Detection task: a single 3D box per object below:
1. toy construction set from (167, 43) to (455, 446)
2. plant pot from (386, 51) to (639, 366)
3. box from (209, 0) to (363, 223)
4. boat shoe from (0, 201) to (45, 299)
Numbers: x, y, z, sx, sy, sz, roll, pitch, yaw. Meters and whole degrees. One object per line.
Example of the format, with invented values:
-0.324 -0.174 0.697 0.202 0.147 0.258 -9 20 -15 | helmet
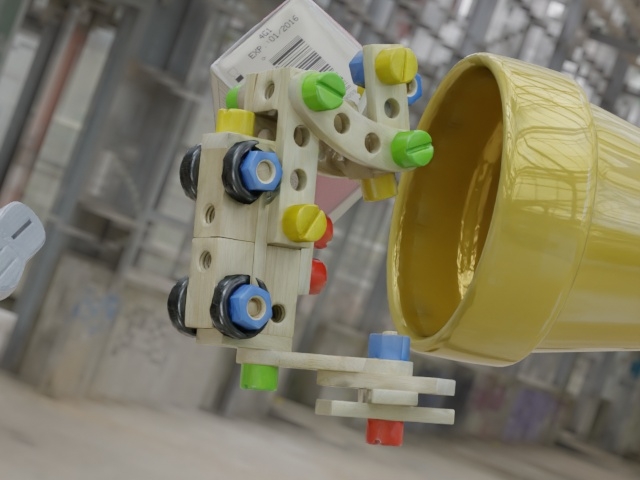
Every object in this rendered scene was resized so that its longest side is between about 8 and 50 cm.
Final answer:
0.000 0.000 1.394 0.215 0.327 0.151 9 -21 -39 | toy construction set
0.209 -0.009 1.520 0.239 0.254 0.254 12 1 -17 | plant pot
-0.016 -0.121 1.840 0.148 0.127 0.232 44 -14 12 | box
-0.335 0.028 1.766 0.083 0.076 0.226 53 18 -1 | boat shoe
